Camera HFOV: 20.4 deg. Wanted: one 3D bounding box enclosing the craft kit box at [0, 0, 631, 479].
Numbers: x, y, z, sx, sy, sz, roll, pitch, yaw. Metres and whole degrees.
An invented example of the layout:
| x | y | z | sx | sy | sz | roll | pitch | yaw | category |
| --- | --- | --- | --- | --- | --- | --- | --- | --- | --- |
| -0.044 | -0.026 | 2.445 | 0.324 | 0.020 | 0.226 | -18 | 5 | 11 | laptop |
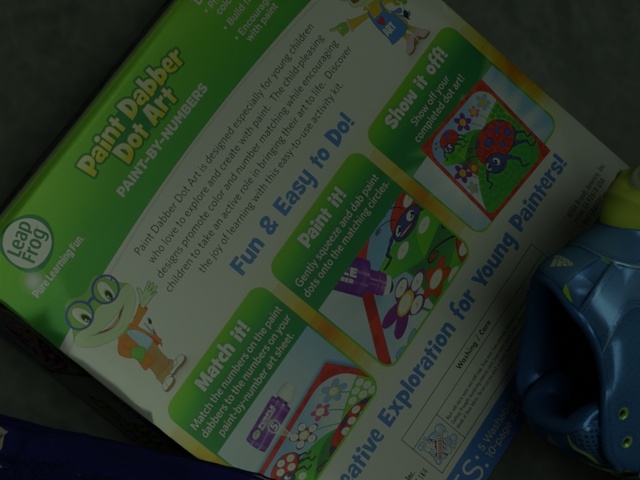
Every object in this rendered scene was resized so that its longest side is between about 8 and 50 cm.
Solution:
| x | y | z | sx | sy | sz | roll | pitch | yaw | category |
| --- | --- | --- | --- | --- | --- | --- | --- | --- | --- |
| 0.000 | 0.000 | 0.811 | 0.246 | 0.061 | 0.250 | 42 | 68 | -14 | craft kit box |

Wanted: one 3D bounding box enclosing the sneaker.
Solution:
| x | y | z | sx | sy | sz | roll | pitch | yaw | category |
| --- | --- | --- | --- | --- | --- | --- | --- | --- | --- |
| 0.149 | 0.085 | 0.816 | 0.126 | 0.091 | 0.240 | -28 | 113 | -24 | sneaker |

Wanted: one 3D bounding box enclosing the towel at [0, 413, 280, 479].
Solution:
| x | y | z | sx | sy | sz | roll | pitch | yaw | category |
| --- | --- | --- | --- | --- | --- | --- | --- | --- | --- |
| -0.148 | 0.214 | 0.674 | 0.227 | 0.076 | 0.308 | 15 | 66 | -1 | towel |
